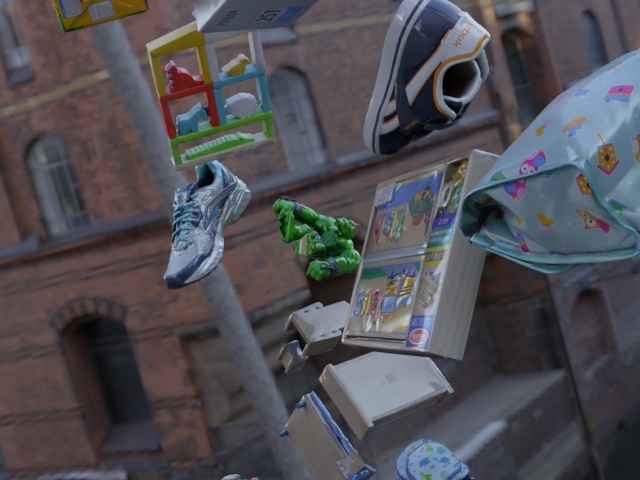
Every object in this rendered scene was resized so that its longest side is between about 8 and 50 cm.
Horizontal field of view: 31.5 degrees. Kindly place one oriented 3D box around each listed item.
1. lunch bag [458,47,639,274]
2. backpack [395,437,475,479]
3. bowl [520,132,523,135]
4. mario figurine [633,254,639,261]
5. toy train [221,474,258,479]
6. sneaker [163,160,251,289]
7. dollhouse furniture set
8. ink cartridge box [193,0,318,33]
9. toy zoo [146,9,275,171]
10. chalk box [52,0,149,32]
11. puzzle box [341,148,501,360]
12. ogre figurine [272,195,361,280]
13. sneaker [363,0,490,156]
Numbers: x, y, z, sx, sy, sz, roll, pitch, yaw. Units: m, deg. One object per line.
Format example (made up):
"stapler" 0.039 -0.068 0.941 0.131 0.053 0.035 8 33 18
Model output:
"lunch bag" 0.298 -0.084 1.314 0.223 0.160 0.262 -50 16 -26
"backpack" 0.184 0.389 1.917 0.105 0.084 0.114 -36 47 -23
"bowl" 0.309 -0.062 1.571 0.080 0.170 0.170 7 10 12
"mario figurine" 0.460 -0.052 1.767 0.198 0.170 0.320 18 17 0
"toy train" -0.179 0.415 1.818 0.166 0.046 0.125 -19 -22 28
"sneaker" -0.233 -0.034 2.059 0.110 0.122 0.283 -14 39 34
"dollhouse furniture set" 0.051 0.303 2.101 0.198 0.286 0.303 -16 -33 -35
"ink cartridge box" -0.109 -0.331 1.392 0.261 0.066 0.296 -8 -6 -23
"toy zoo" -0.187 -0.269 1.955 0.192 0.293 0.030 -18 40 -12
"chalk box" -0.341 -0.426 1.688 0.132 0.132 0.213 -16 37 -3
"puzzle box" 0.135 0.030 1.625 0.052 0.272 0.409 15 -8 -13
"ogre figurine" 0.000 0.000 1.912 0.118 0.096 0.197 10 13 -35
"sneaker" 0.142 -0.195 1.533 0.126 0.127 0.321 -56 -11 -24
